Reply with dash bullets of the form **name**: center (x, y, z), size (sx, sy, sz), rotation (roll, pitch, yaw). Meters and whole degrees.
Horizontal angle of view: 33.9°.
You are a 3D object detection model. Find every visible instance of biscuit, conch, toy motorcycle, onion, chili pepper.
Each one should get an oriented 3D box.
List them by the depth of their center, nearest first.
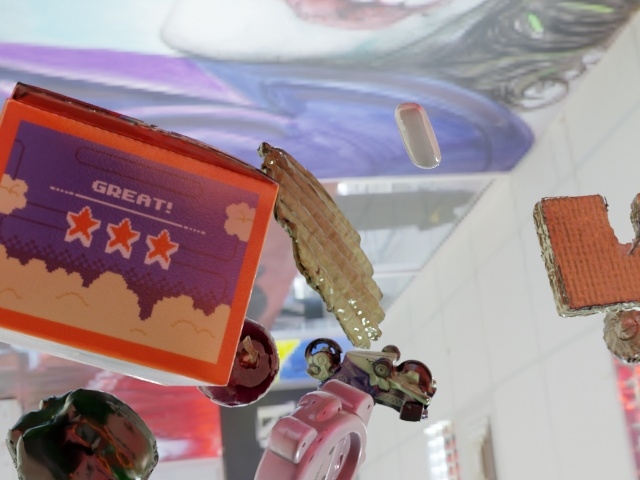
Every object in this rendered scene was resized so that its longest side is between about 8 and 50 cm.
- **biscuit**: center (0.381, 0.008, 1.263), size (0.046, 0.250, 0.147), rotation (116, -36, -65)
- **chili pepper**: center (-0.305, 0.329, 1.435), size (0.165, 0.174, 0.261), rotation (-15, -62, 45)
- **onion**: center (-0.161, 0.231, 2.006), size (0.154, 0.177, 0.177), rotation (16, -66, 38)
- **conch**: center (0.714, 0.214, 2.392), size (0.207, 0.130, 0.155), rotation (31, 32, -48)
- **toy motorcycle**: center (0.113, 0.349, 2.540), size (0.125, 0.331, 0.196), rotation (-49, 150, -69)

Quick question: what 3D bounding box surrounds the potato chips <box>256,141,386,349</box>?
- **potato chips**: center (0.000, 0.000, 1.963), size (0.429, 0.070, 0.358), rotation (52, 18, -33)

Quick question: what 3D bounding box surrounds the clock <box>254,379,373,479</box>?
- **clock**: center (-0.023, 0.432, 2.024), size (0.322, 0.113, 0.295), rotation (-6, 116, -64)

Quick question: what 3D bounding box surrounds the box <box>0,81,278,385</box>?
- **box**: center (-0.262, 0.018, 1.268), size (0.349, 0.319, 0.256), rotation (155, -48, -71)

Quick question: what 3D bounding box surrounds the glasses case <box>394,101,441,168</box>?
- **glasses case**: center (0.199, -0.213, 2.144), size (0.041, 0.063, 0.164), rotation (-63, 140, -37)
